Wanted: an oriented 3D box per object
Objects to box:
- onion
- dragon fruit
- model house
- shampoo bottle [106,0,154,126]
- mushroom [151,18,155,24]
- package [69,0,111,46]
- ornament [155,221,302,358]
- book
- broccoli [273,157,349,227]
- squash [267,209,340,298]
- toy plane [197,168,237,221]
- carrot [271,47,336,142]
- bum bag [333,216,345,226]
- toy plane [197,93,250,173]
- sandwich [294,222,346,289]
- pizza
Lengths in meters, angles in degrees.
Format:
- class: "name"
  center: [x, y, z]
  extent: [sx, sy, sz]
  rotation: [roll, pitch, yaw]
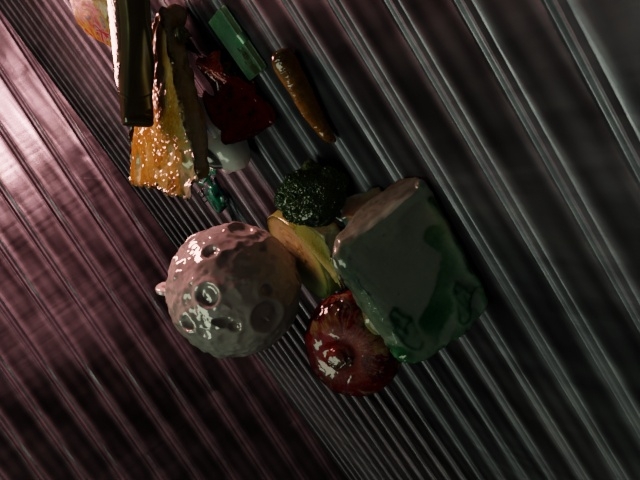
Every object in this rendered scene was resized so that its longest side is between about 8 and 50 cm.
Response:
- class: "onion"
  center: [0.072, 0.230, 1.761]
  extent: [0.247, 0.190, 0.246]
  rotation: [9, 107, 30]
- class: "dragon fruit"
  center: [-0.190, -0.284, 1.583]
  extent: [0.192, 0.122, 0.092]
  rotation: [53, 175, -11]
- class: "model house"
  center: [0.095, 0.041, 1.392]
  extent: [0.267, 0.194, 0.325]
  rotation: [58, 165, -20]
- class: "shampoo bottle"
  center: [-0.380, -0.403, 1.586]
  extent: [0.126, 0.084, 0.349]
  rotation: [171, 95, -65]
- class: "mushroom"
  center: [-0.352, -0.454, 1.747]
  extent: [0.079, 0.085, 0.085]
  rotation: [-21, 112, 27]
- class: "package"
  center: [-0.517, -0.562, 1.882]
  extent: [0.288, 0.108, 0.223]
  rotation: [31, 149, 32]
- class: "ornament"
  center: [-0.206, 0.127, 1.929]
  extent: [0.337, 0.337, 0.337]
  rotation: [46, 162, 19]
- class: "book"
  center: [-0.156, -0.368, 1.482]
  extent: [0.135, 0.017, 0.103]
  rotation: [55, 163, -11]
- class: "broccoli"
  center: [-0.017, -0.084, 1.518]
  extent: [0.162, 0.146, 0.137]
  rotation: [97, 172, -50]
- class: "squash"
  center: [-0.041, 0.030, 1.943]
  extent: [0.252, 0.049, 0.252]
  rotation: [47, 162, 20]
- class: "toy plane"
  center: [-0.304, -0.140, 2.261]
  extent: [0.096, 0.060, 0.235]
  rotation: [31, 158, 32]
- class: "carrot"
  center: [-0.027, -0.244, 1.361]
  extent: [0.047, 0.047, 0.191]
  rotation: [24, 149, 57]
- class: "bum bag"
  center: [0.013, -0.066, 1.633]
  extent: [0.124, 0.034, 0.057]
  rotation: [37, 148, 39]
- class: "toy plane"
  center: [-0.264, -0.253, 1.824]
  extent: [0.267, 0.123, 0.267]
  rotation: [43, 162, 18]
- class: "sandwich"
  center: [0.000, 0.000, 1.769]
  extent: [0.162, 0.058, 0.193]
  rotation: [40, 161, 38]
- class: "pizza"
  center: [-0.323, -0.291, 1.661]
  extent: [0.435, 0.080, 0.391]
  rotation: [14, 105, 58]
